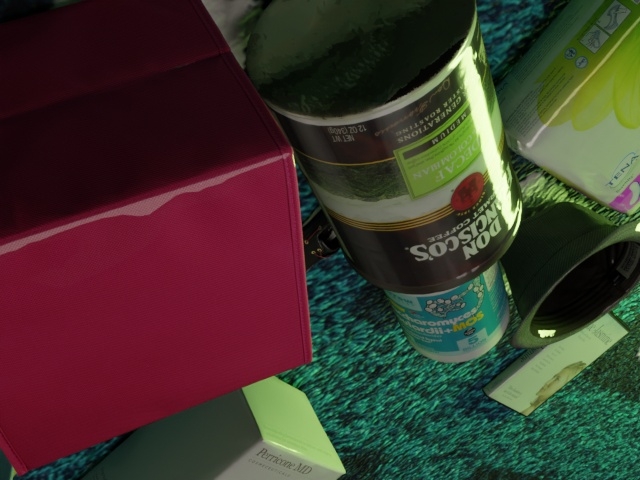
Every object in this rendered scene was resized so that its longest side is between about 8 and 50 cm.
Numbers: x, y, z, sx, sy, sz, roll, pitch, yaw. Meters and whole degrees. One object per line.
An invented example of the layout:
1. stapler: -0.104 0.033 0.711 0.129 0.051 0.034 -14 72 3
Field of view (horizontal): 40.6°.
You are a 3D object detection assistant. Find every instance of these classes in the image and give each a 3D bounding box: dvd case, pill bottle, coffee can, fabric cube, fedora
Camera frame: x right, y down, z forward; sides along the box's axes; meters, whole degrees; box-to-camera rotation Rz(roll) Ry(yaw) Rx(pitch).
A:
1. dvd case: 0.418 0.209 1.519 0.253 0.022 0.180 -44 140 12
2. pill bottle: 0.142 0.031 1.052 0.146 0.146 0.264 -32 140 -2
3. coffee can: 0.072 -0.103 0.822 0.201 0.201 0.275 -32 140 -1
4. fabric cube: -0.176 -0.018 0.701 0.258 0.259 0.254 -20 140 -13
5. fedora: 0.335 0.031 1.198 0.275 0.124 0.244 -5 136 -42

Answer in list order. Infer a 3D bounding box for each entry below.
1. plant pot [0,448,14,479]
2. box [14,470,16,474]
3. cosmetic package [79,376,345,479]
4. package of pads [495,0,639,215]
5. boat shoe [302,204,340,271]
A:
1. plant pot: -0.443 0.199 0.764 0.195 0.290 0.290 -2 144 18
2. box: -0.415 0.231 0.965 0.109 0.042 0.178 -46 140 14
3. cosmetic package: -0.176 0.338 1.148 0.365 0.155 0.197 -42 138 12
4. package of pads: 0.350 -0.166 1.025 0.296 0.101 0.229 21 116 -44
5. boat shoe: -0.001 0.000 1.006 0.049 0.042 0.133 17 121 -46
